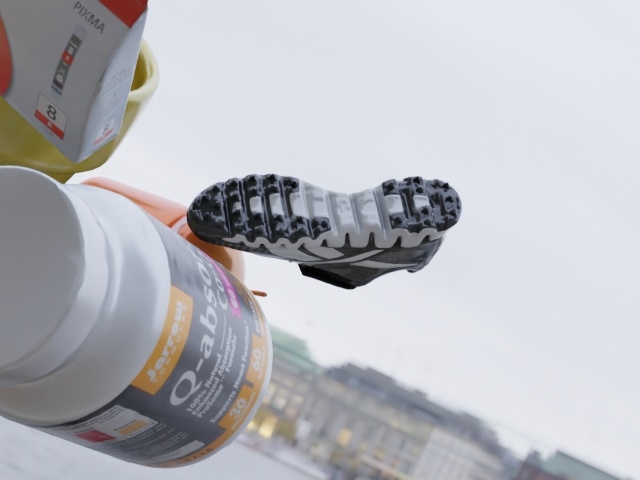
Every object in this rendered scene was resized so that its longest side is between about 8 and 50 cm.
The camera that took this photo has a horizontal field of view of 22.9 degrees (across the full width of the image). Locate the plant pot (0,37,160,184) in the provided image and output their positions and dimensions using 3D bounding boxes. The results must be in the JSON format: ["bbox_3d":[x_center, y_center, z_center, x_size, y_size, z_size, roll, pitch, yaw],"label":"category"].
[{"bbox_3d":[-0.297,-0.102,1.298,0.254,0.239,0.254,30,22,-13],"label":"plant pot"}]

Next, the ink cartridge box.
[{"bbox_3d":[-0.163,-0.145,0.884,0.145,0.045,0.179,41,-32,13],"label":"ink cartridge box"}]

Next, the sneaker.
[{"bbox_3d":[0.000,0.000,1.363,0.234,0.078,0.106,-1,-40,-10],"label":"sneaker"}]

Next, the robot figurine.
[{"bbox_3d":[-0.161,0.021,1.404,0.219,0.128,0.158,19,-29,20],"label":"robot figurine"}]

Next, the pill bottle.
[{"bbox_3d":[-0.151,0.056,1.063,0.162,0.162,0.278,22,-8,24],"label":"pill bottle"}]
